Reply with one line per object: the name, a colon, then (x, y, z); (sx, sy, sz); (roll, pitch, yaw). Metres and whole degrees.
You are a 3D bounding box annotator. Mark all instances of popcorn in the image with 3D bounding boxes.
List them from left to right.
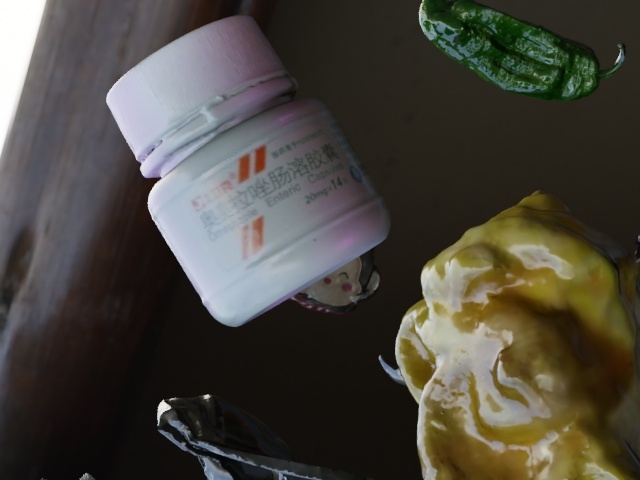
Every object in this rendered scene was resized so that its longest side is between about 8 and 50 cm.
popcorn: (0.176, 0.113, 1.129); (0.281, 0.297, 0.316); (-5, -140, 34)

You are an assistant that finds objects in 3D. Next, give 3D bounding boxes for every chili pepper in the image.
chili pepper: (0.232, -0.222, 1.541); (0.257, 0.100, 0.074); (16, -168, -25)

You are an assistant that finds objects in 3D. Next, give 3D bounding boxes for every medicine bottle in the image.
medicine bottle: (-0.086, -0.081, 1.519); (0.302, 0.241, 0.241); (59, -155, 3)

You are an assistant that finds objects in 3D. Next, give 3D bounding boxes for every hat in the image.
hat: (-0.055, 0.365, 2.070); (0.381, 0.366, 0.257); (-8, -141, 17)

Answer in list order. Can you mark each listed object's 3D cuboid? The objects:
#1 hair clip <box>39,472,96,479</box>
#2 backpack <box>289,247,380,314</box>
hair clip: (-0.341, 0.347, 1.527); (0.054, 0.220, 0.140); (57, 178, 36)
backpack: (0.001, 0.000, 2.101); (0.229, 0.229, 0.139); (7, -172, -34)
